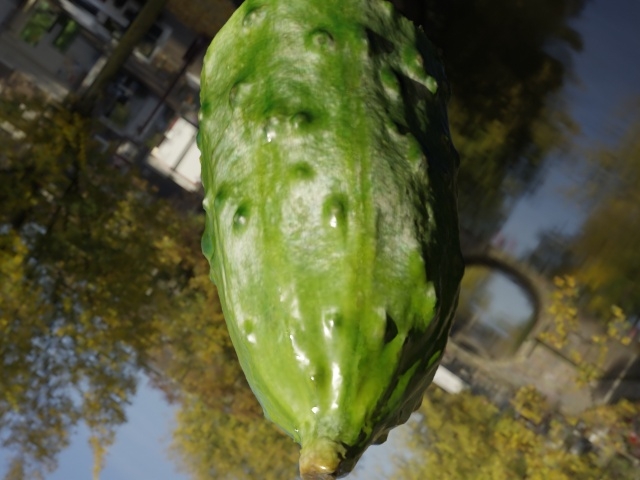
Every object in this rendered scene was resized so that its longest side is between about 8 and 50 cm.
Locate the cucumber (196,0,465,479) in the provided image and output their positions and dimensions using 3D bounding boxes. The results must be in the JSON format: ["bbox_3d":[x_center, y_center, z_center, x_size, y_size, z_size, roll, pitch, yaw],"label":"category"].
[{"bbox_3d":[0.003,0.001,0.460,0.134,0.134,0.245,36,-144,-33],"label":"cucumber"}]
